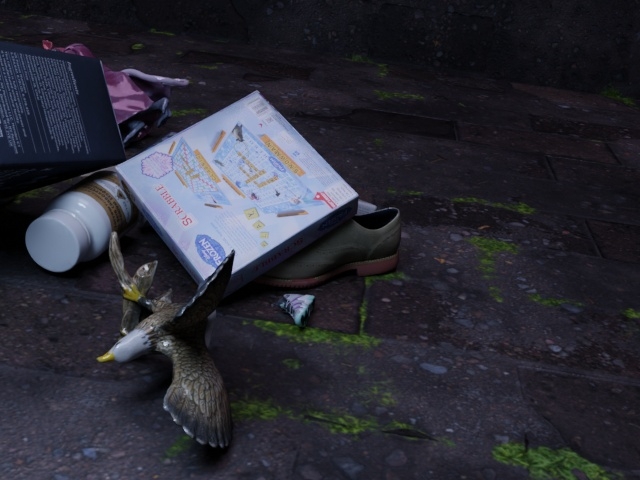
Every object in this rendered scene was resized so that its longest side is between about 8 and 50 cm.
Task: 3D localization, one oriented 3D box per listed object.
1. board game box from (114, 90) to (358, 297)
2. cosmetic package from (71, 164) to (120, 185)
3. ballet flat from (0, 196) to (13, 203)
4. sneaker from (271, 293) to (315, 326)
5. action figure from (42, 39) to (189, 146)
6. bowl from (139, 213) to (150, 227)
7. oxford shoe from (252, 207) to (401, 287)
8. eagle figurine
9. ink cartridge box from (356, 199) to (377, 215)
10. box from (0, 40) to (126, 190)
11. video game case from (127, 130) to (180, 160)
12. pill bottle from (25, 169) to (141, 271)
[{"bbox_3d":[-0.151,-0.090,1.509,0.318,0.066,0.319,-32,62,-20],"label":"board game box"},{"bbox_3d":[-0.486,-0.140,1.848,0.115,0.041,0.060,-10,29,-33],"label":"cosmetic package"},{"bbox_3d":[-0.661,-0.146,1.761,0.072,0.068,0.213,30,15,-21],"label":"ballet flat"},{"bbox_3d":[-0.051,0.116,1.411,0.069,0.038,0.098,9,14,9],"label":"sneaker"},{"bbox_3d":[-0.572,-0.411,2.131,0.370,0.276,0.248,41,13,8],"label":"action figure"},{"bbox_3d":[-0.297,-0.086,1.650,0.142,0.053,0.142,-28,-3,-27],"label":"bowl"},{"bbox_3d":[0.000,0.000,1.562,0.348,0.130,0.123,-10,32,-32],"label":"oxford shoe"},{"bbox_3d":[-0.190,0.130,1.132,0.298,0.226,0.225,9,55,47],"label":"eagle figurine"},{"bbox_3d":[-0.070,-0.106,1.760,0.296,0.066,0.261,14,8,-32],"label":"ink cartridge box"},{"bbox_3d":[-0.581,-0.195,1.450,0.293,0.212,0.395,-14,3,18],"label":"box"},{"bbox_3d":[-0.294,-0.197,2.019,0.274,0.035,0.248,11,27,12],"label":"video game case"},{"bbox_3d":[-0.429,-0.034,1.516,0.131,0.131,0.229,12,24,10],"label":"pill bottle"}]
